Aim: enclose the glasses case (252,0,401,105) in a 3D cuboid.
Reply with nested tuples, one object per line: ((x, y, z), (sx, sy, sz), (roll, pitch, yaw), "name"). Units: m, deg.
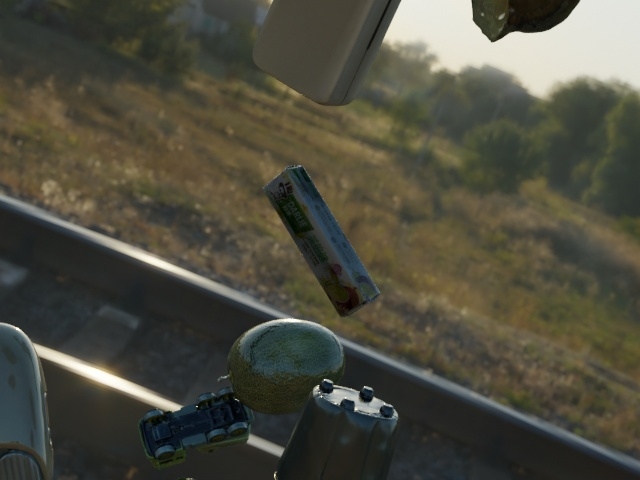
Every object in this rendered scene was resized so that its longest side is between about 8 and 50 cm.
((0.039, -0.345, 1.529), (0.144, 0.336, 0.076), (36, 22, 24), "glasses case")

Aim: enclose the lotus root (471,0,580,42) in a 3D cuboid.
((0.311, -0.427, 1.765), (0.149, 0.267, 0.260), (-7, 25, -5), "lotus root")

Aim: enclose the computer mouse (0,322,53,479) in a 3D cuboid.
((-0.378, 0.209, 1.357), (0.145, 0.237, 0.082), (-6, -10, -4), "computer mouse")

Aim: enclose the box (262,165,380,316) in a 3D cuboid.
((0.000, 0.000, 1.564), (0.041, 0.050, 0.207), (-18, 74, -55), "box")

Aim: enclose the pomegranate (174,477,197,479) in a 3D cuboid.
((-0.199, 0.372, 1.731), (0.084, 0.073, 0.073), (18, 5, 33), "pomegranate")

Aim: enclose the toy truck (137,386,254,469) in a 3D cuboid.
((-0.184, 0.289, 1.815), (0.169, 0.100, 0.077), (-17, 60, -10), "toy truck")

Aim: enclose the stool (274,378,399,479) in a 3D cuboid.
((0.017, 0.182, 1.041), (0.096, 0.110, 0.096), (17, 9, -3), "stool")

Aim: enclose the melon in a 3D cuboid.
((-0.057, 0.183, 1.747), (0.192, 0.139, 0.139), (-9, 19, -17), "melon")
